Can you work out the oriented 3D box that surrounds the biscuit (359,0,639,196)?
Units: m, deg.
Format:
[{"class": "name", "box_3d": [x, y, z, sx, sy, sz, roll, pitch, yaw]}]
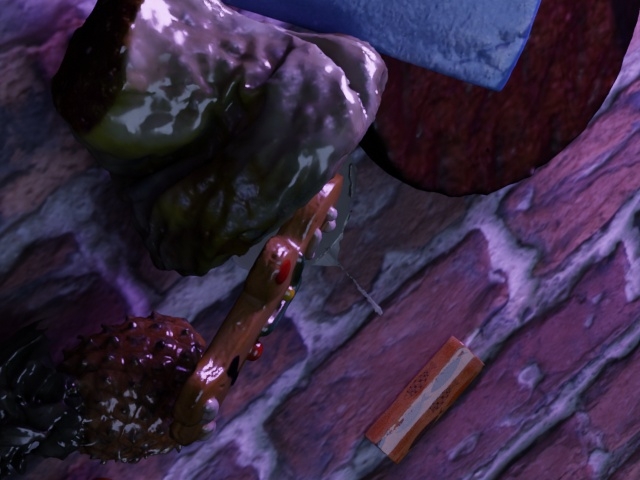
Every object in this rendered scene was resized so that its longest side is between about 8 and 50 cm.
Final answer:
[{"class": "biscuit", "box_3d": [0.186, -0.239, 1.783, 0.407, 0.091, 0.407, -22, 129, -30]}]

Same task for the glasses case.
[{"class": "glasses case", "box_3d": [0.135, 0.205, 2.065, 0.170, 0.041, 0.064, -48, 136, -3]}]

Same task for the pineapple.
[{"class": "pineapple", "box_3d": [-0.281, 0.159, 1.618, 0.364, 0.165, 0.165, -6, 120, -34]}]

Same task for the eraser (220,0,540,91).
[{"class": "eraser", "box_3d": [0.061, -0.255, 1.592, 0.312, 0.042, 0.144, 17, 108, -12]}]

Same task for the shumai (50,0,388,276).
[{"class": "shumai", "box_3d": [-0.116, -0.141, 1.547, 0.263, 0.304, 0.309, 43, 113, -15]}]

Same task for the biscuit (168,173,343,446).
[{"class": "biscuit", "box_3d": [-0.055, 0.060, 1.571, 0.301, 0.049, 0.197, -60, 179, -15]}]

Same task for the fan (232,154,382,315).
[{"class": "fan", "box_3d": [-0.001, 0.000, 1.839, 0.182, 0.010, 0.310, -44, 133, -7]}]

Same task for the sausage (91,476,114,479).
[{"class": "sausage", "box_3d": [-0.340, 0.374, 1.749, 0.330, 0.102, 0.102, -34, 134, -17]}]
